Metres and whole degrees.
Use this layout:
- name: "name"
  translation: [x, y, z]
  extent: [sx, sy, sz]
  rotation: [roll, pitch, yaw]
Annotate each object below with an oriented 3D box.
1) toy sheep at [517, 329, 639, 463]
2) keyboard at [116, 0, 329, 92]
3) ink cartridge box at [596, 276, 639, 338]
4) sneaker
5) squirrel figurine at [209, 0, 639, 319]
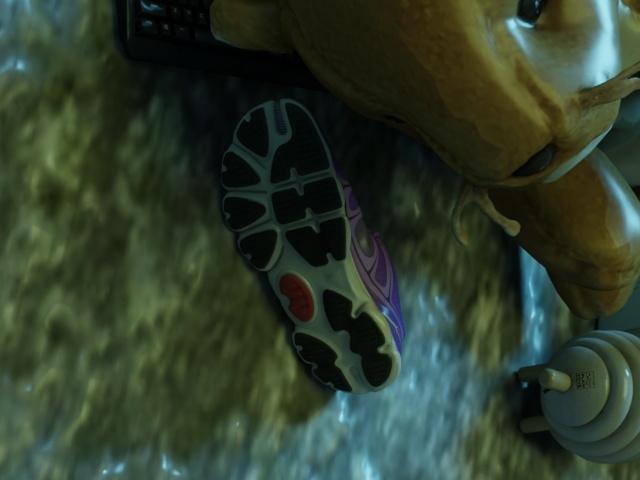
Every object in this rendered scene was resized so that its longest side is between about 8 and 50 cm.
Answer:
- name: "toy sheep"
  translation: [0.173, 0.096, 1.102]
  extent: [0.132, 0.091, 0.091]
  rotation: [11, 72, -48]
- name: "keyboard"
  translation: [-0.042, -0.142, 0.967]
  extent: [0.180, 0.023, 0.108]
  rotation: [5, 76, -50]
- name: "ink cartridge box"
  translation: [0.279, 0.005, 1.219]
  extent: [0.128, 0.127, 0.176]
  rotation: [33, 57, -38]
- name: "sneaker"
  translation: [0.000, 0.000, 0.961]
  extent: [0.071, 0.068, 0.170]
  rotation: [-59, 133, -58]
- name: "squirrel figurine"
  translation: [0.093, -0.164, 0.955]
  extent: [0.370, 0.281, 0.397]
  rotation: [-2, 65, -53]
